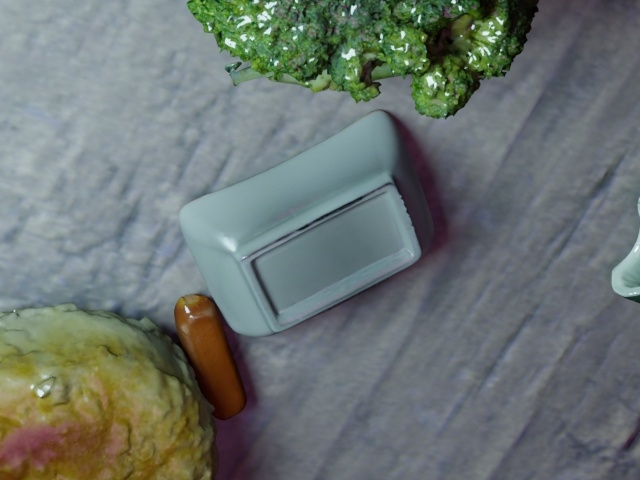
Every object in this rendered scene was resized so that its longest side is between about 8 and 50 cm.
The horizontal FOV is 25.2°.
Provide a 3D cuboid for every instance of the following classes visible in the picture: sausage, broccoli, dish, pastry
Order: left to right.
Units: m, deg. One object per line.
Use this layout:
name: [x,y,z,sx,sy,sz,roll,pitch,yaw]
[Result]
pastry: [-0.233,0.199,1.239,0.330,0.136,0.329,-8,118,-16]
sausage: [-0.100,0.104,1.295,0.041,0.039,0.131,-21,123,-7]
dish: [0.000,0.000,1.255,0.212,0.077,0.151,-27,122,-6]
broccoli: [0.007,-0.219,1.043,0.304,0.321,0.283,-1,148,-9]

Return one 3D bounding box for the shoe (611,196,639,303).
shoe: [0.363,-0.041,1.360,0.110,0.095,0.265,4,117,-22]
